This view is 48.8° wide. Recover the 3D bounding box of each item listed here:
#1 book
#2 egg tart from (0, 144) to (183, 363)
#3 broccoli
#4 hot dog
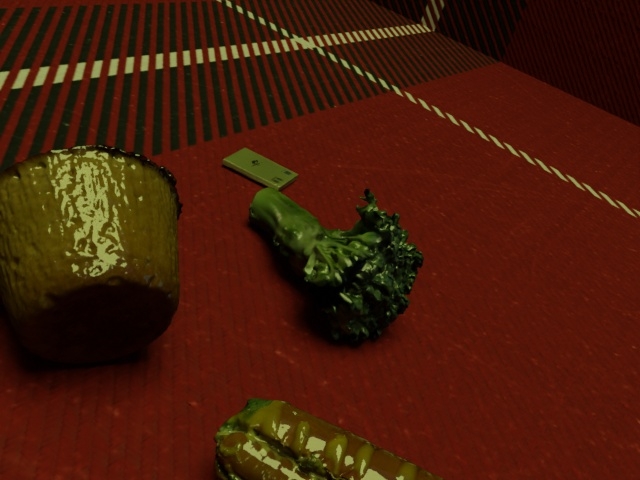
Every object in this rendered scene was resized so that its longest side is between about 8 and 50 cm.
[{"bbox_3d":[-0.101,-0.120,1.192,0.111,0.014,0.077,27,29,12],"label":"book"},{"bbox_3d":[-0.234,0.020,0.722,0.215,0.215,0.171,-1,51,-32],"label":"egg tart"},{"bbox_3d":[-0.002,0.007,0.954,0.165,0.145,0.304,-41,46,-14],"label":"broccoli"},{"bbox_3d":[0.026,0.232,0.616,0.269,0.115,0.072,22,-4,8],"label":"hot dog"}]
